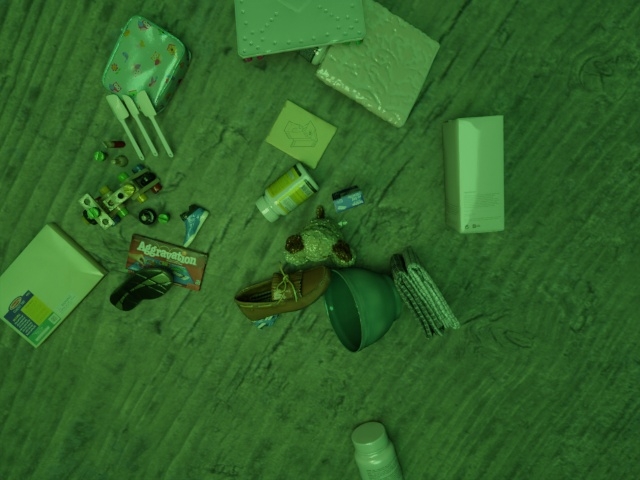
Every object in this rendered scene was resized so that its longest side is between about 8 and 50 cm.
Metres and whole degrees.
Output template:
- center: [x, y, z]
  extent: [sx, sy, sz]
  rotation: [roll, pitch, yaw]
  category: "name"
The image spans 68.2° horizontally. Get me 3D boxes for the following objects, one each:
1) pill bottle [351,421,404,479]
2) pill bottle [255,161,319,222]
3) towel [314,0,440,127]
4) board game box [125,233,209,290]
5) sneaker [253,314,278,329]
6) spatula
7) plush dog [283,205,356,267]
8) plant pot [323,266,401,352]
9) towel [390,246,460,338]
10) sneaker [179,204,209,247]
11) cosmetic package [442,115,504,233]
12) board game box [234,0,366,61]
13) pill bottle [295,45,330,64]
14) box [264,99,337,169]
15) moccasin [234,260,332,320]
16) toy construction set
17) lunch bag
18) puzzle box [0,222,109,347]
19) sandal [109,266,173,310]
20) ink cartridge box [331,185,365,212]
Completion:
- center: [0.222, 0.858, 1.810]
  extent: [0.160, 0.160, 0.283]
  rotation: [-17, 101, 4]
  category: "pill bottle"
- center: [-0.117, -0.163, 1.635]
  extent: [0.208, 0.119, 0.119]
  rotation: [-37, 98, 7]
  category: "pill bottle"
- center: [0.188, -0.579, 1.525]
  extent: [0.331, 0.053, 0.317]
  rotation: [27, 84, -13]
  category: "towel"
- center: [-0.565, 0.082, 1.736]
  extent: [0.281, 0.027, 0.145]
  rotation: [15, 100, -2]
  category: "board game box"
- center: [-0.184, 0.284, 1.759]
  extent: [0.144, 0.053, 0.059]
  rotation: [-28, 101, 13]
  category: "sneaker"
- center: [-0.603, -0.381, 1.590]
  extent: [0.168, 0.019, 0.242]
  rotation: [-4, 130, 17]
  category: "spatula"
- center: [0.000, 0.000, 1.610]
  extent: [0.262, 0.225, 0.211]
  rotation: [3, 101, 0]
  category: "plush dog"
- center: [0.157, 0.220, 1.646]
  extent: [0.196, 0.293, 0.294]
  rotation: [-14, 102, -22]
  category: "plant pot"
- center: [0.347, 0.182, 1.639]
  extent: [0.121, 0.235, 0.284]
  rotation: [-32, 97, 9]
  category: "towel"
- center: [-0.472, -0.056, 1.690]
  extent: [0.084, 0.058, 0.152]
  rotation: [31, 96, -11]
  category: "sneaker"
- center: [0.506, -0.222, 1.578]
  extent: [0.155, 0.197, 0.366]
  rotation: [-4, 102, 1]
  category: "cosmetic package"
- center: [-0.072, -0.759, 1.472]
  extent: [0.389, 0.050, 0.391]
  rotation: [-7, 77, 4]
  category: "board game box"
- center: [-0.021, -0.641, 1.546]
  extent: [0.180, 0.108, 0.108]
  rotation: [36, 99, -6]
  category: "pill bottle"
- center: [-0.068, -0.369, 1.644]
  extent: [0.201, 0.021, 0.165]
  rotation: [30, 100, -4]
  category: "box"
- center: [-0.134, 0.166, 1.645]
  extent: [0.379, 0.139, 0.147]
  rotation: [-17, 132, 29]
  category: "moccasin"
- center: [-0.690, -0.176, 1.580]
  extent: [0.257, 0.237, 0.309]
  rotation: [-11, 100, 3]
  category: "toy construction set"
- center: [-0.577, -0.582, 1.565]
  extent: [0.223, 0.108, 0.279]
  rotation: [31, 100, -4]
  category: "lunch bag"
- center: [-1.020, 0.169, 1.747]
  extent: [0.409, 0.052, 0.272]
  rotation: [-44, 98, 9]
  category: "puzzle box"
- center: [-0.649, 0.162, 1.707]
  extent: [0.302, 0.086, 0.120]
  rotation: [-24, 114, 28]
  category: "sandal"
- center: [0.091, -0.142, 1.591]
  extent: [0.097, 0.207, 0.046]
  rotation: [-20, 100, 5]
  category: "ink cartridge box"
